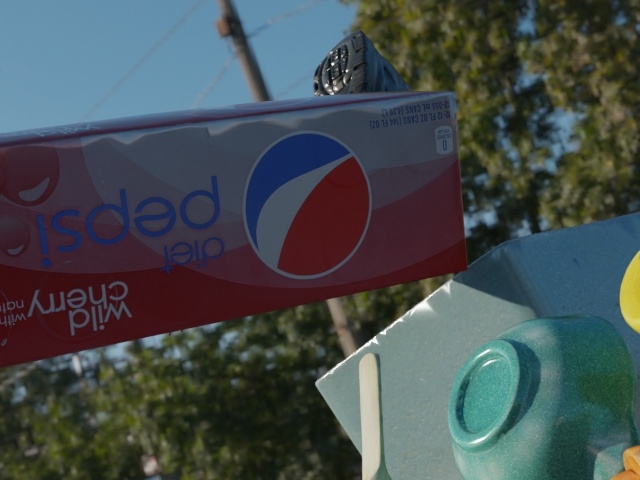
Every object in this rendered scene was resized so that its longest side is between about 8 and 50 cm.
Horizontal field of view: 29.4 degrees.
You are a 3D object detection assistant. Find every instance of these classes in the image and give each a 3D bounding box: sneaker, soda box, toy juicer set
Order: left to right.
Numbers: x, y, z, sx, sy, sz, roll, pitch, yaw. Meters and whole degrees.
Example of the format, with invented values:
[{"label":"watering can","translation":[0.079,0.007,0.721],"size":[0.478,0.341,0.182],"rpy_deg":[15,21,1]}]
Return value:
[{"label":"soda box","translation":[-0.064,-0.011,0.544],"size":[0.263,0.092,0.083],"rpy_deg":[-11,11,-30]},{"label":"sneaker","translation":[0.068,-0.107,1.345],"size":[0.130,0.286,0.109],"rpy_deg":[31,-47,-31]},{"label":"toy juicer set","translation":[0.119,0.135,0.690],"size":[0.089,0.209,0.329],"rpy_deg":[25,-29,-24]}]

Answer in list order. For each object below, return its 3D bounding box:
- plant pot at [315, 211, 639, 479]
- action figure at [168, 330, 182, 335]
[{"label":"plant pot","translation":[0.198,0.152,0.991],"size":[0.248,0.252,0.247],"rpy_deg":[-9,-23,-45]},{"label":"action figure","translation":[-0.232,0.014,1.301],"size":[0.285,0.185,0.099],"rpy_deg":[18,22,8]}]
